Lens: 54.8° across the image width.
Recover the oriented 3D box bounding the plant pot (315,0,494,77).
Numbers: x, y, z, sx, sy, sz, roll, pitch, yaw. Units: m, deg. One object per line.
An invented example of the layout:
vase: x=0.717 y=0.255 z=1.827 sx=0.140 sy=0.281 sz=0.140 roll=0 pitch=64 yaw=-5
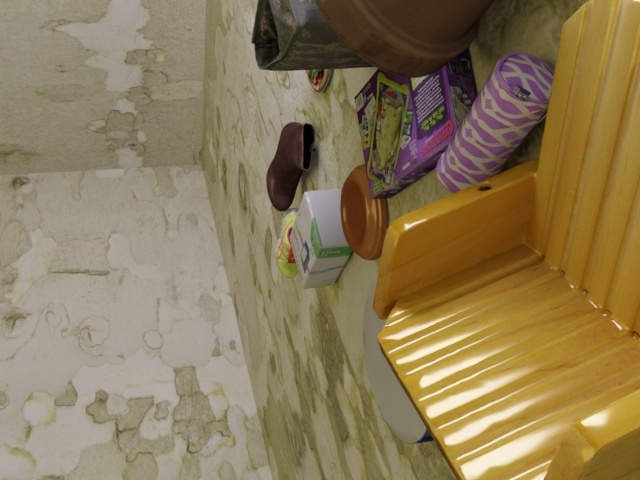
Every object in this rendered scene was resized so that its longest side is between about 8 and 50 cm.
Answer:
plant pot: x=0.142 y=-0.356 z=0.713 sx=0.229 sy=0.263 sz=0.263 roll=-21 pitch=75 yaw=55

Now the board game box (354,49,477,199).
board game box: x=0.146 y=-0.210 z=1.022 sx=0.347 sy=0.056 sz=0.208 roll=147 pitch=120 yaw=-71

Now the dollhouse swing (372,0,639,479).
dollhouse swing: x=0.202 y=-0.004 z=0.539 sx=0.347 sy=0.315 sz=0.305 roll=-121 pitch=10 yaw=-55

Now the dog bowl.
dog bowl: x=0.162 y=0.183 z=0.988 sx=0.265 sy=0.104 sz=0.265 roll=175 pitch=90 yaw=-73

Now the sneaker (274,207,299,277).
sneaker: x=-0.079 y=0.019 z=1.748 sx=0.094 sy=0.081 sz=0.209 roll=-131 pitch=39 yaw=-58

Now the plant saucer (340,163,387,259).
plant saucer: x=0.084 y=-0.057 z=1.279 sx=0.200 sy=0.037 sz=0.200 roll=174 pitch=90 yaw=-72

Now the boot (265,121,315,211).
boot: x=-0.078 y=-0.191 z=1.638 sx=0.207 sy=0.090 sz=0.249 roll=-151 pitch=66 yaw=-70

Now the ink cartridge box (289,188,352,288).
ink cartridge box: x=0.000 y=0.000 z=1.471 sx=0.212 sy=0.093 sz=0.154 roll=112 pitch=148 yaw=-59

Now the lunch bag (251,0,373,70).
lunch bag: x=0.019 y=-0.380 z=1.054 sx=0.287 sy=0.235 sz=0.169 roll=163 pitch=97 yaw=-72

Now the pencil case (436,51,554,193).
pencil case: x=0.218 y=-0.135 z=0.764 sx=0.086 sy=0.088 sz=0.206 roll=-59 pitch=-4 yaw=-32

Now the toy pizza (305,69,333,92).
toy pizza: x=-0.012 y=-0.454 z=1.469 sx=0.201 sy=0.032 sz=0.201 roll=175 pitch=90 yaw=-72
